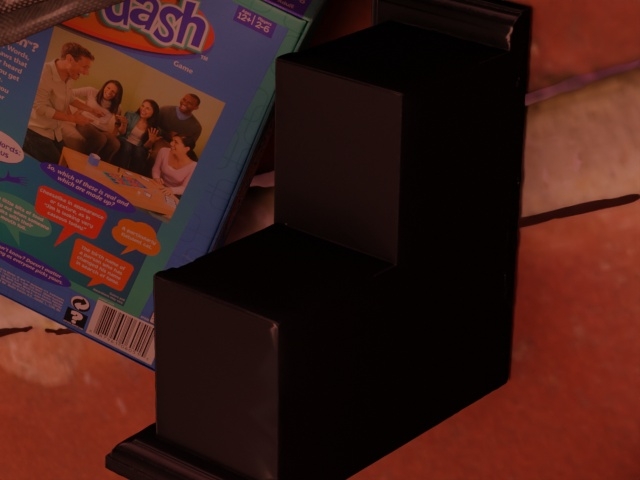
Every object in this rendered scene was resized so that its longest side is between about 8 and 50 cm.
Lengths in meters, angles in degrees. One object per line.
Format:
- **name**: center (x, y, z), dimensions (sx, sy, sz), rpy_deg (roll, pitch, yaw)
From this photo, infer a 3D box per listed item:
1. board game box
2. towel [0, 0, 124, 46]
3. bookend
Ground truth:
- **board game box**: center (-0.100, -0.058, 0.815), dimensions (0.160, 0.047, 0.210), rpy_deg (27, 132, 0)
- **towel**: center (-0.117, -0.234, 0.696), dimensions (0.312, 0.056, 0.324), rpy_deg (-14, 93, 9)
- **bookend**: center (0.000, 0.000, 0.721), dimensions (0.072, 0.157, 0.156), rpy_deg (19, 120, 36)
